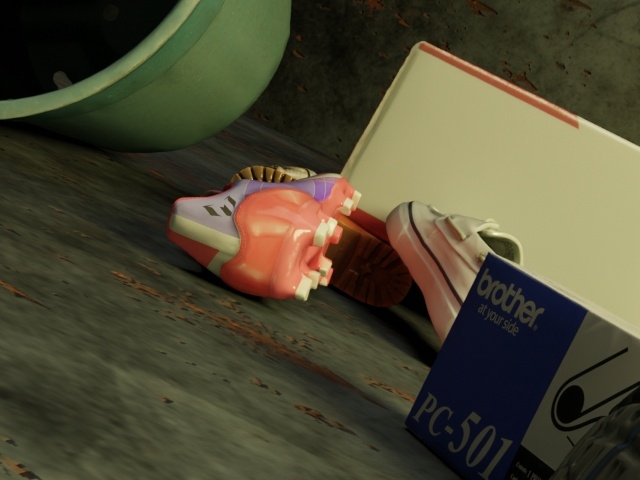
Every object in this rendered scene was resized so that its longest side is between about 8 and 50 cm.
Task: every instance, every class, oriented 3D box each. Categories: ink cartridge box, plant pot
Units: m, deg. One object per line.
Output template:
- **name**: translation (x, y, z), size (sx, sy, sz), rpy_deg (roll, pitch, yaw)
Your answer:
- **ink cartridge box**: translation (0.117, 0.082, 0.675), size (0.046, 0.097, 0.207), rpy_deg (23, 5, -27)
- **ink cartridge box**: translation (0.201, -0.005, 1.351), size (0.279, 0.160, 0.384), rpy_deg (28, 0, 17)
- **plant pot**: translation (-0.178, -0.220, 1.191), size (0.341, 0.341, 0.334), rpy_deg (27, -3, 15)

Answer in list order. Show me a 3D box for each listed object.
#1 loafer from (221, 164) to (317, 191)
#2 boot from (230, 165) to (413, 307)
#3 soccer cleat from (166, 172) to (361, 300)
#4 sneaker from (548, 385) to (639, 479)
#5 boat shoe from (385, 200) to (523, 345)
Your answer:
- **loafer**: translation (-0.050, -0.044, 1.239), size (0.039, 0.045, 0.125), rpy_deg (22, -16, -32)
- **boot**: translation (0.000, 0.000, 1.178), size (0.158, 0.059, 0.084), rpy_deg (35, 3, 7)
- **soccer cleat**: translation (-0.033, -0.011, 1.013), size (0.095, 0.083, 0.248), rpy_deg (21, 8, 3)
- **sneaker**: translation (0.151, 0.134, 0.455), size (0.129, 0.111, 0.297), rpy_deg (40, 3, -22)
- **boat shoe**: translation (0.108, 0.024, 1.077), size (0.083, 0.075, 0.226), rpy_deg (50, 9, -28)
